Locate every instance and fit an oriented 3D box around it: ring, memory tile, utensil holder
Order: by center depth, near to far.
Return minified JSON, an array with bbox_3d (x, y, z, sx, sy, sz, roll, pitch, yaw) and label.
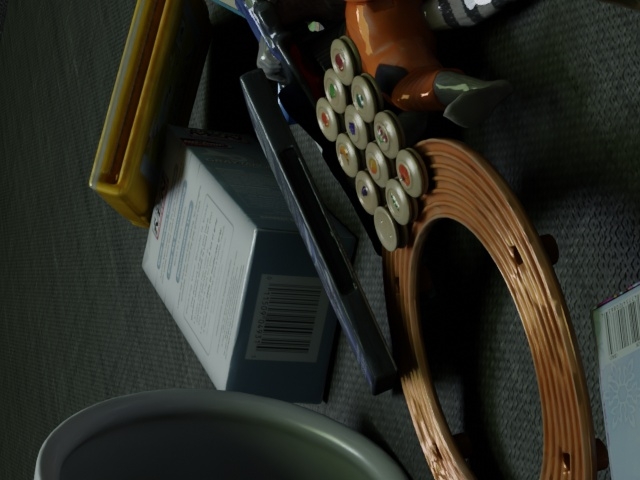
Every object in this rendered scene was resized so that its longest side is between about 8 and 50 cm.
[{"bbox_3d":[0.123,0.088,1.129,0.336,0.032,0.336,168,90,-74],"label":"ring"},{"bbox_3d":[0.036,-0.073,1.187,0.148,0.012,0.113,61,157,24],"label":"memory tile"},{"bbox_3d":[-0.106,0.377,1.380,0.327,0.328,0.385,-130,46,-61],"label":"utensil holder"}]

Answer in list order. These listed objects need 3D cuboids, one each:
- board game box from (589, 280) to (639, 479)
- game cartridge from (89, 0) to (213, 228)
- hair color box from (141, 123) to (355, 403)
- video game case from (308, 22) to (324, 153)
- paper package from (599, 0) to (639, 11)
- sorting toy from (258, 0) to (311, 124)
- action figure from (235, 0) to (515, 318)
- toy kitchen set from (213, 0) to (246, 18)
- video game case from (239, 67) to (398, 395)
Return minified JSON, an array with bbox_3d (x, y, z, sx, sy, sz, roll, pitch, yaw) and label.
[{"bbox_3d":[0.265,0.141,0.803,0.319,0.066,0.318,139,132,-61],"label":"board game box"},{"bbox_3d":[-0.193,-0.169,1.850,0.323,0.053,0.285,65,-141,-82],"label":"game cartridge"},{"bbox_3d":[-0.090,0.015,1.682,0.374,0.114,0.185,-134,53,-62],"label":"hair color box"},{"bbox_3d":[0.018,-0.207,1.565,0.193,0.023,0.212,-117,37,-53],"label":"video game case"},{"bbox_3d":[0.202,-0.342,0.914,0.325,0.168,0.309,128,141,-54],"label":"paper package"},{"bbox_3d":[-0.045,-0.283,1.466,0.196,0.047,0.347,-58,-33,-64],"label":"sorting toy"},{"bbox_3d":[0.079,-0.122,1.294,0.341,0.178,0.330,62,162,0],"label":"action figure"},{"bbox_3d":[-0.076,-0.308,1.726,0.166,0.122,0.207,-51,14,57],"label":"toy kitchen set"},{"bbox_3d":[0.000,0.000,1.340,0.196,0.026,0.274,81,164,-80],"label":"video game case"}]
